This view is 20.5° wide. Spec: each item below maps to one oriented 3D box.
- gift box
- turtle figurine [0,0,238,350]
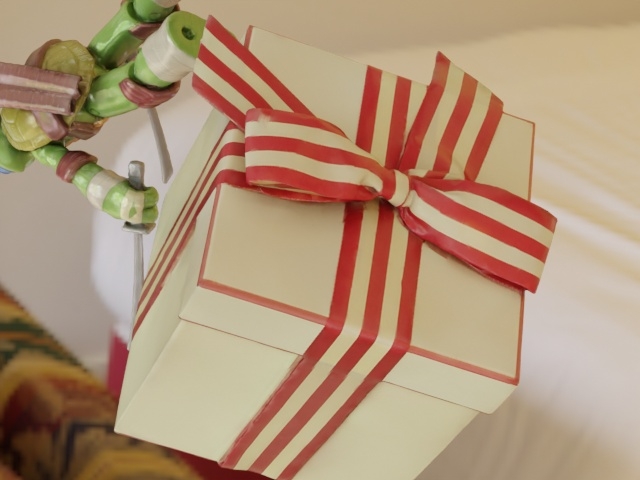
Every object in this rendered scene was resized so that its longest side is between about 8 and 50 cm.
[{"bbox_3d":[0.000,0.000,1.257,0.255,0.258,0.276,14,56,-16],"label":"gift box"},{"bbox_3d":[-0.145,-0.109,1.495,0.275,0.266,0.198,46,38,-6],"label":"turtle figurine"}]
